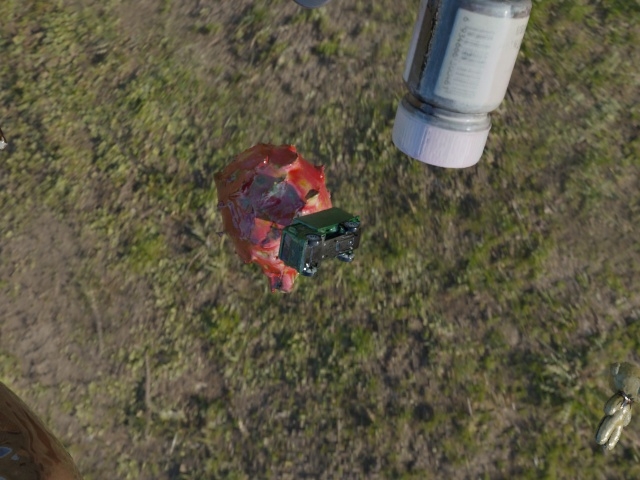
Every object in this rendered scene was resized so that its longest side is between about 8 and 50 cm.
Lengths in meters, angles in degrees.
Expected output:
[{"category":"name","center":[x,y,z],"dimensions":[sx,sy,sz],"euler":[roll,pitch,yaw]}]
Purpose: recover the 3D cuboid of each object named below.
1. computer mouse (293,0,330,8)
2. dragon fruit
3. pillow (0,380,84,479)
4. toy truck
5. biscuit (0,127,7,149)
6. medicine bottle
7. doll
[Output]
[{"category":"computer mouse","center":[0.026,-0.452,1.381],"dimensions":[0.120,0.057,0.232],"euler":[45,103,-4]},{"category":"dragon fruit","center":[-0.070,-0.037,1.597],"dimensions":[0.210,0.205,0.268],"euler":[-18,111,-28]},{"category":"pillow","center":[-0.286,0.177,0.757],"dimensions":[0.305,0.108,0.307],"euler":[37,149,25]},{"category":"toy truck","center":[0.000,0.000,1.409],"dimensions":[0.079,0.147,0.065],"euler":[25,118,32]},{"category":"biscuit","center":[-0.587,-0.226,1.451],"dimensions":[0.106,0.070,0.252],"euler":[-25,88,17]},{"category":"medicine bottle","center":[0.212,-0.264,1.443],"dimensions":[0.165,0.165,0.273],"euler":[12,121,-3]},{"category":"doll","center":[0.328,0.182,1.034],"dimensions":[0.093,0.051,0.061],"euler":[-51,137,2]}]
